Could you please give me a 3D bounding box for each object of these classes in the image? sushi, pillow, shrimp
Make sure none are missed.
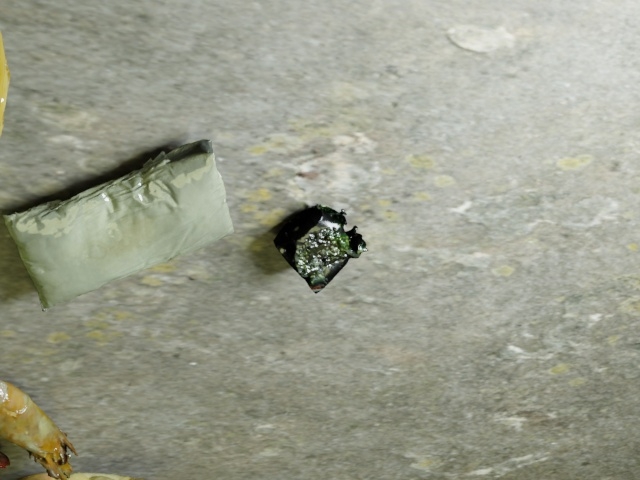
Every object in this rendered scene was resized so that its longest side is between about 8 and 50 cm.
[{"bbox_3d":[0.000,0.000,1.509,0.085,0.056,0.083,-35,132,9],"label":"sushi"},{"bbox_3d":[-0.206,-0.015,1.380,0.230,0.050,0.148,-20,134,-6],"label":"pillow"},{"bbox_3d":[-0.378,0.229,1.531,0.133,0.053,0.236,-37,136,7],"label":"shrimp"}]

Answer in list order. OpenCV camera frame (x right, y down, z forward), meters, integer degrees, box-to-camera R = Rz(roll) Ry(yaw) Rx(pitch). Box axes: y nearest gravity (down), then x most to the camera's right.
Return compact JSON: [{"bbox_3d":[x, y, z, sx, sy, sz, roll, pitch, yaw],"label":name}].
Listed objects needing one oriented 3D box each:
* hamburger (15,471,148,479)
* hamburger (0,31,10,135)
[{"bbox_3d":[-0.280,0.398,1.657,0.330,0.209,0.162,18,141,3],"label":"hamburger"},{"bbox_3d":[-0.387,-0.113,1.002,0.319,0.158,0.318,0,91,-16],"label":"hamburger"}]
